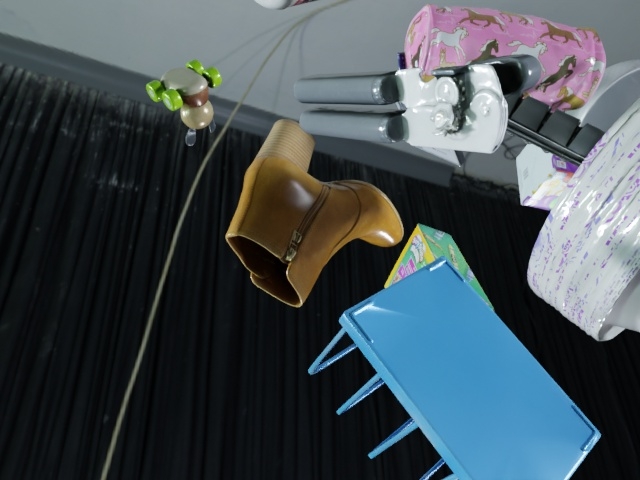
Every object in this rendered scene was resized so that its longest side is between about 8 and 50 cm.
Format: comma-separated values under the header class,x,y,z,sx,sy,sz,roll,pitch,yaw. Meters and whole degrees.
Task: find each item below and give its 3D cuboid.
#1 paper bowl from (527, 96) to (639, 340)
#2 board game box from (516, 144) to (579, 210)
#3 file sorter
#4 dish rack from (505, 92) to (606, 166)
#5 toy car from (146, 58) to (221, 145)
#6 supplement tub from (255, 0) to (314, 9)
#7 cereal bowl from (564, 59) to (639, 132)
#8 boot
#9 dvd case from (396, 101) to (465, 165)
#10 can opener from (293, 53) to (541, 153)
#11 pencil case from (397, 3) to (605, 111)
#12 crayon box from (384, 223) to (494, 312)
class,x,y,z,sx,sy,sz,roll,pitch,yaw
paper bowl,0.353,-0.018,0.531,0.284,0.148,0.284,-29,142,-25
board game box,0.610,-0.147,1.238,0.275,0.144,0.142,11,148,-7
file sorter,0.089,0.122,0.414,0.118,0.170,0.104,-23,157,-39
dish rack,0.412,-0.190,0.979,0.074,0.208,0.271,-61,157,16
toy car,-0.341,-0.353,1.456,0.155,0.149,0.188,-39,140,-25
supplement tub,0.024,-0.430,0.727,0.272,0.191,0.191,-24,153,-23
cereal bowl,0.788,-0.323,1.471,0.339,0.141,0.339,-8,126,-11
boot,0.000,-0.001,0.743,0.104,0.211,0.295,-13,140,40
dvd case,0.278,-0.310,1.431,0.029,0.179,0.239,-45,135,-8
can opener,0.077,-0.135,0.549,0.093,0.280,0.074,-25,115,-34
pencil case,0.353,-0.346,1.064,0.386,0.160,0.167,2,158,-12
crayon box,0.212,0.106,1.044,0.081,0.278,0.165,18,116,-14
